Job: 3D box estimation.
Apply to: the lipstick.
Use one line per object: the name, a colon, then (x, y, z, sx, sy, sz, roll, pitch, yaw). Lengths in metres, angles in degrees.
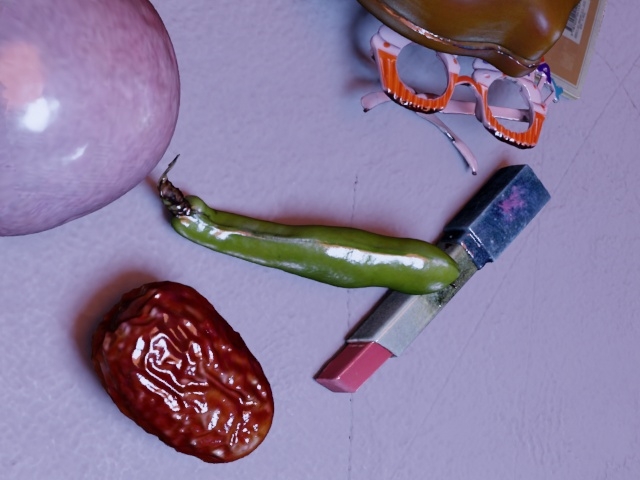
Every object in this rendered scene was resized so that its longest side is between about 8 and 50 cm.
lipstick: (0.115, 0.043, 1.055, 0.312, 0.051, 0.051, -46, 110, -20)

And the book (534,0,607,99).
book: (0.207, -0.271, 1.123, 0.242, 0.018, 0.170, 22, 80, -27)

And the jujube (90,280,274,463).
jujube: (-0.112, 0.117, 0.894, 0.112, 0.109, 0.176, -35, 113, 11)

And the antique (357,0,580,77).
antique: (0.121, -0.280, 0.972, 0.278, 0.129, 0.223, 40, 48, 0)

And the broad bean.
broad bean: (-0.006, 0.003, 0.956, 0.318, 0.098, 0.055, 17, 64, -27)

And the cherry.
cherry: (-0.206, -0.121, 0.784, 0.240, 0.206, 0.239, 5, 77, -22)

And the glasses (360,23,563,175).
glasses: (0.133, -0.168, 1.052, 0.256, 0.095, 0.162, 19, 66, -26)
